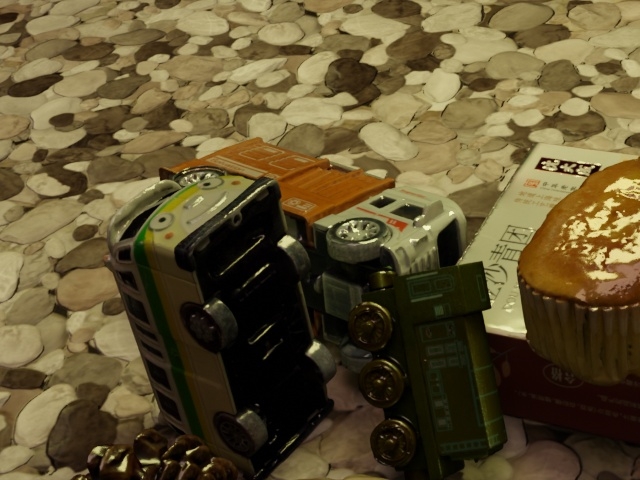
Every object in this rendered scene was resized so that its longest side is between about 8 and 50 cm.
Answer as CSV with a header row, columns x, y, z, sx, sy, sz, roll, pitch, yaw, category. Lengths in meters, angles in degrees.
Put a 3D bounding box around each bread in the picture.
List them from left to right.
x,y,z,sx,sy,sz,roll,pitch,yaw,category
0.300,0.021,1.309,0.179,0.133,0.250,21,47,41,bread

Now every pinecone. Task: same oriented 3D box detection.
x,y,z,sx,sy,sz,roll,pitch,yaw,category
-0.167,0.275,1.239,0.208,0.207,0.207,-7,36,5,pinecone

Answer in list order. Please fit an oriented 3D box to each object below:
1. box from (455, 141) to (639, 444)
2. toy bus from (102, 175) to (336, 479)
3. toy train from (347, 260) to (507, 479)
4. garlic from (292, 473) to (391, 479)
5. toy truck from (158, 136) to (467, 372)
x,y,z,sx,sy,sz,roll,pitch,yaw,category
0.359,0.056,1.459,0.385,0.122,0.344,10,41,26,box
-0.108,0.077,1.394,0.179,0.305,0.143,17,45,37,toy bus
0.112,0.132,1.348,0.137,0.225,0.090,-12,-3,25,toy train
0.016,0.257,1.245,0.175,0.124,0.099,-7,69,3,garlic
0.000,0.000,1.586,0.388,0.173,0.207,20,37,40,toy truck
